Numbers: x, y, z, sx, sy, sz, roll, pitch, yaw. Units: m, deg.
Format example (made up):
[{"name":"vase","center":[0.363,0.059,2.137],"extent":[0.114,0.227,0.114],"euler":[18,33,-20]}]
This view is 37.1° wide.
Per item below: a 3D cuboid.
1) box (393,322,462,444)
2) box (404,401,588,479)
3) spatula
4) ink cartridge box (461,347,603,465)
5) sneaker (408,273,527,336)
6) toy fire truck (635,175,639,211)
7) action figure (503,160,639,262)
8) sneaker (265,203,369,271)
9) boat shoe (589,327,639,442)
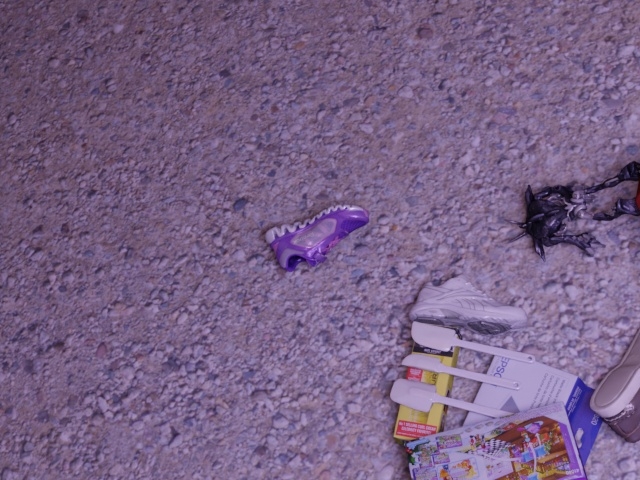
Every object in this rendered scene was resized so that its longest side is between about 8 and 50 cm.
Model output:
[{"name":"box","center":[0.206,0.277,1.817],"extent":[0.087,0.058,0.232],"euler":[7,66,21]},{"name":"box","center":[0.304,0.411,1.638],"extent":[0.293,0.057,0.201],"euler":[-16,51,11]},{"name":"spatula","center":[0.264,0.252,1.771],"extent":[0.242,0.019,0.168],"euler":[12,62,19]},{"name":"ink cartridge box","center":[0.382,0.331,1.727],"extent":[0.224,0.045,0.223],"euler":[18,71,28]},{"name":"sneaker","center":[0.290,0.118,1.854],"extent":[0.232,0.090,0.115],"euler":[5,62,23]},{"name":"toy fire truck","center":[0.697,-0.068,1.706],"extent":[0.302,0.169,0.254],"euler":[6,46,-14]},{"name":"action figure","center":[0.498,-0.049,1.837],"extent":[0.275,0.141,0.164],"euler":[-22,62,41]},{"name":"sneaker","center":[0.000,0.000,2.034],"extent":[0.236,0.095,0.105],"euler":[-20,64,16]},{"name":"boat shoe","center":[0.605,0.210,1.674],"extent":[0.097,0.116,0.324],"euler":[47,71,-7]}]
